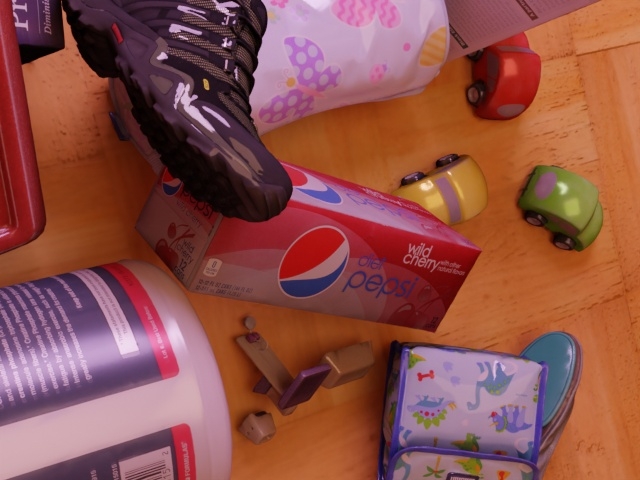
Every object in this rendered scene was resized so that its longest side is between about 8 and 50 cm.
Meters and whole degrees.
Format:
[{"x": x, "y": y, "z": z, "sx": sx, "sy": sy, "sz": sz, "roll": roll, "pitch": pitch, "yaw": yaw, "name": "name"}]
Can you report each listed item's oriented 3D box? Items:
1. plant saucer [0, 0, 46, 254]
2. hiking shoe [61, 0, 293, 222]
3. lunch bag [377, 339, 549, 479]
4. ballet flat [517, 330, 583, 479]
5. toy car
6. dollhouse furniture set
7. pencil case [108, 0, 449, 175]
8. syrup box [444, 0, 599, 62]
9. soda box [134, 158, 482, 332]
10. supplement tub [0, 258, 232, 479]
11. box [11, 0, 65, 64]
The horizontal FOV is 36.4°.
[{"x": -0.277, "y": -0.057, "z": 0.549, "sx": 0.258, "sy": 0.047, "sz": 0.259, "roll": -25, "pitch": 134, "yaw": -34, "name": "plant saucer"}, {"x": -0.071, "y": -0.114, "z": 0.607, "sx": 0.114, "sy": 0.086, "sz": 0.227, "roll": -33, "pitch": 68, "yaw": -15, "name": "hiking shoe"}, {"x": 0.117, "y": 0.168, "z": 0.830, "sx": 0.128, "sy": 0.096, "sz": 0.151, "roll": 8, "pitch": 89, "yaw": -3, "name": "lunch bag"}, {"x": 0.188, "y": 0.186, "z": 0.908, "sx": 0.213, "sy": 0.072, "sz": 0.068, "roll": -61, "pitch": 141, "yaw": -15, "name": "ballet flat"}, {"x": 0.197, "y": -0.066, "z": 0.918, "sx": 0.225, "sy": 0.053, "sz": 0.239, "roll": 34, "pitch": 73, "yaw": -23, "name": "toy car"}, {"x": -0.022, "y": 0.103, "z": 0.821, "sx": 0.114, "sy": 0.091, "sz": 0.081, "roll": -9, "pitch": 50, "yaw": -50, "name": "dollhouse furniture set"}, {"x": -0.028, "y": -0.143, "z": 0.765, "sx": 0.273, "sy": 0.113, "sz": 0.124, "roll": -25, "pitch": 82, "yaw": -28, "name": "pencil case"}, {"x": 0.152, "y": -0.230, "z": 0.795, "sx": 0.096, "sy": 0.237, "sz": 0.093, "roll": 46, "pitch": 68, "yaw": -18, "name": "syrup box"}, {"x": 0.000, "y": 0.000, "z": 0.737, "sx": 0.263, "sy": 0.092, "sz": 0.084, "roll": 13, "pitch": 111, "yaw": -44, "name": "soda box"}, {"x": -0.211, "y": 0.128, "z": 0.616, "sx": 0.272, "sy": 0.191, "sz": 0.191, "roll": -13, "pitch": 94, "yaw": -28, "name": "supplement tub"}, {"x": -0.276, "y": -0.248, "z": 0.621, "sx": 0.184, "sy": 0.103, "sz": 0.261, "roll": -6, "pitch": 91, "yaw": -42, "name": "box"}]
